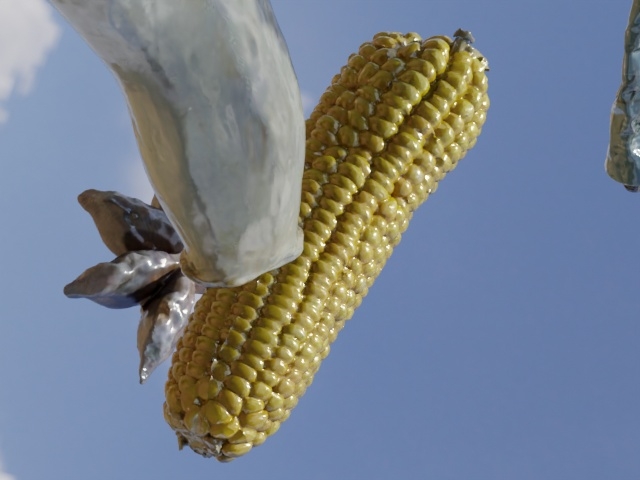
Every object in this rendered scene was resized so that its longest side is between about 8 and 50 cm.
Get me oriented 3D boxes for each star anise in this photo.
[{"bbox_3d":[-0.118,0.011,1.469,0.171,0.208,0.063,57,-40,13],"label":"star anise"}]

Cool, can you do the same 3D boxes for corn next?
[{"bbox_3d":[-0.003,-0.002,1.141,0.313,0.102,0.102,-55,-157,-14],"label":"corn"}]

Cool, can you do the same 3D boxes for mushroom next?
[{"bbox_3d":[-0.080,-0.116,0.911,0.097,0.351,0.109,22,-123,44],"label":"mushroom"}]

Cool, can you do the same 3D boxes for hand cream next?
[{"bbox_3d":[0.257,-0.135,1.342,0.052,0.075,0.248,-123,-149,-41],"label":"hand cream"}]
